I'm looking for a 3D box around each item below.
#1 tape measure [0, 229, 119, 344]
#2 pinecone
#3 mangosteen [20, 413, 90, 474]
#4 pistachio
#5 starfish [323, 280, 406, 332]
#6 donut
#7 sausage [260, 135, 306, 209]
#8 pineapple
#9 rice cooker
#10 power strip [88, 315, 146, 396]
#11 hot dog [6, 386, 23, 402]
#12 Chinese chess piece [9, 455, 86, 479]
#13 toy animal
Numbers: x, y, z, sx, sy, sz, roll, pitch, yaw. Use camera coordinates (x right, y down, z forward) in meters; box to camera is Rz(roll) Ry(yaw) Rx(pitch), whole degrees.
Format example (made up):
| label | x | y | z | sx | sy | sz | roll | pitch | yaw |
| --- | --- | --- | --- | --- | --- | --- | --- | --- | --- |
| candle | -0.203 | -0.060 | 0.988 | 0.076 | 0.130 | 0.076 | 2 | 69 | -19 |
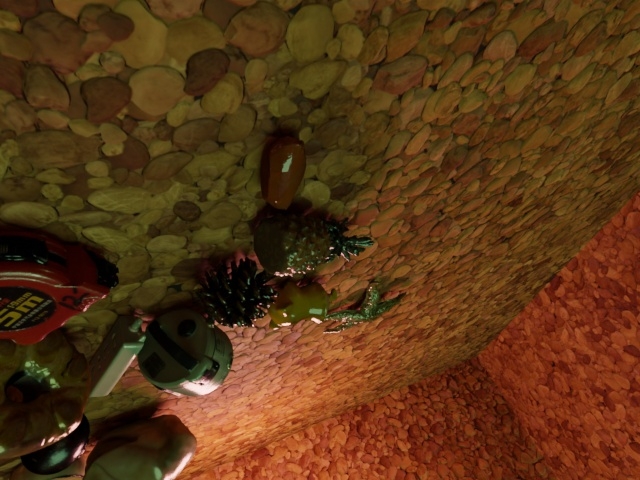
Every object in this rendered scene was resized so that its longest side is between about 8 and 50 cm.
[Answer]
| label | x | y | z | sx | sy | sz | roll | pitch | yaw |
| --- | --- | --- | --- | --- | --- | --- | --- | --- | --- |
| tape measure | -0.572 | 0.085 | 0.818 | 0.253 | 0.114 | 0.260 | -34 | 144 | 11 |
| pinecone | -0.205 | 0.133 | 1.101 | 0.213 | 0.186 | 0.168 | -25 | 137 | -35 |
| mangosteen | -0.823 | 0.609 | 1.323 | 0.210 | 0.209 | 0.209 | -19 | 147 | -13 |
| pistachio | -0.693 | 0.837 | 1.653 | 0.446 | 0.281 | 0.365 | -31 | 133 | 7 |
| starfish | 0.167 | 0.294 | 1.710 | 0.358 | 0.078 | 0.347 | -42 | 148 | 23 |
| donut | -0.669 | 0.329 | 0.943 | 0.150 | 0.299 | 0.317 | -19 | 126 | 12 |
| sausage | -0.081 | -0.136 | 0.887 | 0.089 | 0.089 | 0.179 | -9 | 139 | -27 |
| pineapple | 0.000 | 0.000 | 1.098 | 0.341 | 0.169 | 0.169 | -7 | 144 | -43 |
| rice cooker | -0.370 | 0.315 | 1.192 | 0.226 | 0.226 | 0.244 | -24 | 149 | -5 |
| power strip | -0.559 | 0.313 | 1.169 | 0.058 | 0.098 | 0.338 | 12 | 131 | -42 |
| hot dog | -0.818 | 0.364 | 0.999 | 0.150 | 0.153 | 0.256 | -30 | 151 | -4 |
| Chinese chess piece | -1.054 | 0.918 | 1.670 | 0.258 | 0.104 | 0.257 | -20 | 147 | -13 |
| toy animal | -0.054 | 0.202 | 1.346 | 0.230 | 0.156 | 0.156 | -10 | 145 | -31 |
